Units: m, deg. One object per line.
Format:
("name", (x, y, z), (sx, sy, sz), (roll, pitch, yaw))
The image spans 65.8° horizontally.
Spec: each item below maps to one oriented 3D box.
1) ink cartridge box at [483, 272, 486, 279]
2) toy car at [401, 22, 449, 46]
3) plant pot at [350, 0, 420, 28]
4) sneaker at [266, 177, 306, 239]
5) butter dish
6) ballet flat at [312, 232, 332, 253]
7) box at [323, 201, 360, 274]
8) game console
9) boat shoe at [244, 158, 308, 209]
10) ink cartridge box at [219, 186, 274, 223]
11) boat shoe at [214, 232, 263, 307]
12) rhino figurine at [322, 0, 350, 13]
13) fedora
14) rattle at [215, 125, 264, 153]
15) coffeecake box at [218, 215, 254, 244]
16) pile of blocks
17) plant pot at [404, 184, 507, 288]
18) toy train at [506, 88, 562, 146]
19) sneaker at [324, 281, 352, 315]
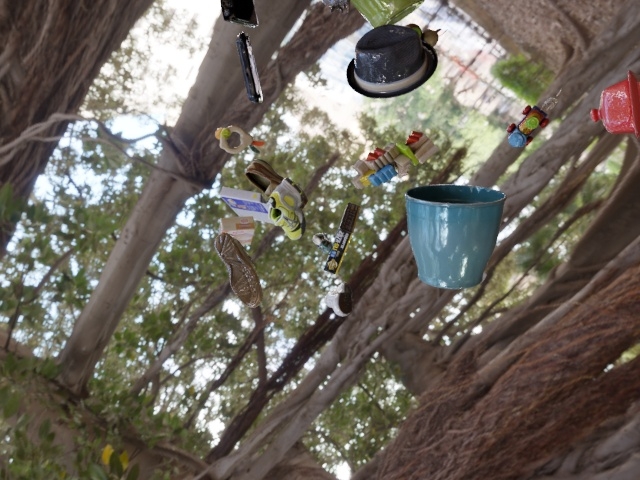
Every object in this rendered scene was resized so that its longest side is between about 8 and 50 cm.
("ink cartridge box", (0.544, 0.092, 2.037), (0.225, 0.056, 0.181), (38, 165, -10))
("toy car", (0.465, -0.904, 2.182), (0.155, 0.189, 0.148), (-115, 2, -61))
("plant pot", (0.240, -1.059, 1.986), (0.352, 0.367, 0.366), (60, -156, -8))
("sneaker", (-0.162, -0.117, 2.172), (0.147, 0.384, 0.145), (-38, -119, -18))
("butter dish", (0.732, -0.322, 1.217), (0.160, 0.118, 0.160), (-15, -84, -48))
("ballet flat", (0.000, 0.000, 2.048), (0.070, 0.070, 0.188), (28, -176, -19))
("box", (0.112, -0.014, 2.506), (0.080, 0.257, 0.322), (22, -151, 0))
("game console", (-0.219, -0.594, 1.470), (0.044, 0.361, 0.213), (-6, -162, 13))
("boat shoe", (-0.215, -0.239, 2.292), (0.324, 0.122, 0.120), (36, -137, 2))
("ink cartridge box", (-0.340, -0.178, 2.636), (0.308, 0.072, 0.303), (10, 162, 16))
("boat shoe", (-0.281, 0.106, 1.798), (0.302, 0.109, 0.098), (58, -166, 18))
("rhino figurine", (0.030, -0.811, 1.571), (0.073, 0.106, 0.243), (-15, -111, -46))
("fedora", (0.242, -0.657, 1.752), (0.334, 0.334, 0.152), (55, 176, 33))
("rattle", (-0.376, -0.460, 2.295), (0.200, 0.130, 0.143), (0, 178, -25))
("coffeecake box", (-0.374, -0.040, 2.195), (0.143, 0.185, 0.068), (-4, -110, -15))
("pile of blocks", (0.259, -0.308, 1.887), (0.112, 0.362, 0.148), (46, -151, -30))
("plant pot", (0.372, -0.010, 1.400), (0.272, 0.255, 0.271), (-1, -163, 0))
("toy train", (0.809, -0.462, 1.866), (0.105, 0.248, 0.143), (40, -145, 7))
("sneaker", (0.076, 0.291, 2.278), (0.105, 0.123, 0.290), (59, -166, -7))
